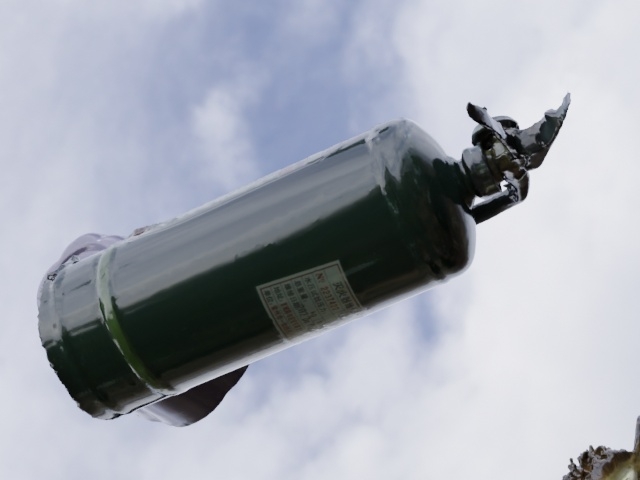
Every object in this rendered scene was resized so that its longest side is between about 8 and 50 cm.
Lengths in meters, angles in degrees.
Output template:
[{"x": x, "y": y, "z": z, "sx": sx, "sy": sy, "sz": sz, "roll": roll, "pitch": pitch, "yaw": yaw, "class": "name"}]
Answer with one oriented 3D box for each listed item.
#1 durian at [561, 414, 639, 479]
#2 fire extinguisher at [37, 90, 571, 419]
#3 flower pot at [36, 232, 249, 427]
[{"x": 0.147, "y": 0.160, "z": 0.645, "sx": 0.110, "sy": 0.071, "sz": 0.140, "roll": 32, "pitch": -127, "yaw": -29, "class": "durian"}, {"x": 0.000, "y": 0.000, "z": 0.642, "sx": 0.294, "sy": 0.093, "sz": 0.118, "roll": -24, "pitch": -27, "yaw": 15, "class": "fire extinguisher"}, {"x": -0.267, "y": 0.113, "z": 1.768, "sx": 0.243, "sy": 0.265, "sz": 0.265, "roll": 32, "pitch": -94, "yaw": -48, "class": "flower pot"}]
